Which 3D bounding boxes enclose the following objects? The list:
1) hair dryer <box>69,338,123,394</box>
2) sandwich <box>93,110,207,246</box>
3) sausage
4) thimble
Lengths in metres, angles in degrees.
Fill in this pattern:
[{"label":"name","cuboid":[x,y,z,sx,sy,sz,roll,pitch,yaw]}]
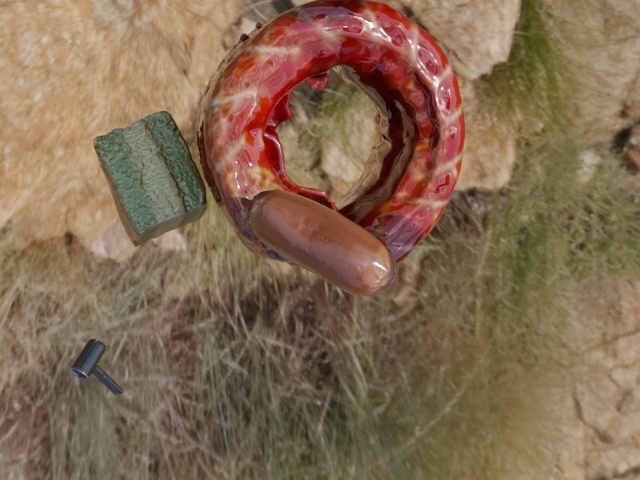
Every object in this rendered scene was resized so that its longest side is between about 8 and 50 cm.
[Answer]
[{"label":"hair dryer","cuboid":[-0.268,0.163,1.167,0.083,0.026,0.047,55,51,-35]},{"label":"sandwich","cuboid":[-0.239,-0.081,1.334,0.117,0.187,0.144,-24,89,-13]},{"label":"sausage","cuboid":[0.000,0.000,1.007,0.077,0.194,0.077,-37,141,-37]},{"label":"thimble","cuboid":[0.005,-0.134,1.209,0.350,0.230,0.350,-2,99,-14]}]
